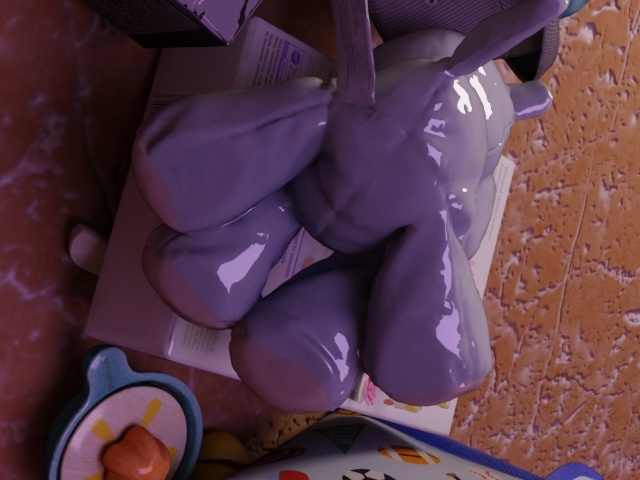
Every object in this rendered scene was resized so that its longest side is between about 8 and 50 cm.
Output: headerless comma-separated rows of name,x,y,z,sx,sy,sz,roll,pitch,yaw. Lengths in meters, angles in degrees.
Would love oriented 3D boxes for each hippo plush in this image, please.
hippo plush,0.021,-0.058,0.872,0.236,0.234,0.294,-60,160,-64

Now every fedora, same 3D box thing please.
fedora,0.073,-0.219,0.980,0.124,0.244,0.275,-23,146,0

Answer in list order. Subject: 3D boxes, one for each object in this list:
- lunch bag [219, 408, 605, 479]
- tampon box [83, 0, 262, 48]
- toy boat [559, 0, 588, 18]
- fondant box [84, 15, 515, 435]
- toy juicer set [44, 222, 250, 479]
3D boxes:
lunch bag,0.092,0.296,1.033,0.328,0.385,0.239,-18,124,-59
tampon box,-0.089,-0.194,0.834,0.101,0.161,0.120,37,81,-24
toy boat,0.260,-0.330,1.090,0.318,0.148,0.267,-53,165,-25
fondant box,0.000,0.000,1.038,0.330,0.096,0.238,22,79,-46
toy juicer set,-0.120,0.156,1.036,0.209,0.089,0.329,3,106,-44
